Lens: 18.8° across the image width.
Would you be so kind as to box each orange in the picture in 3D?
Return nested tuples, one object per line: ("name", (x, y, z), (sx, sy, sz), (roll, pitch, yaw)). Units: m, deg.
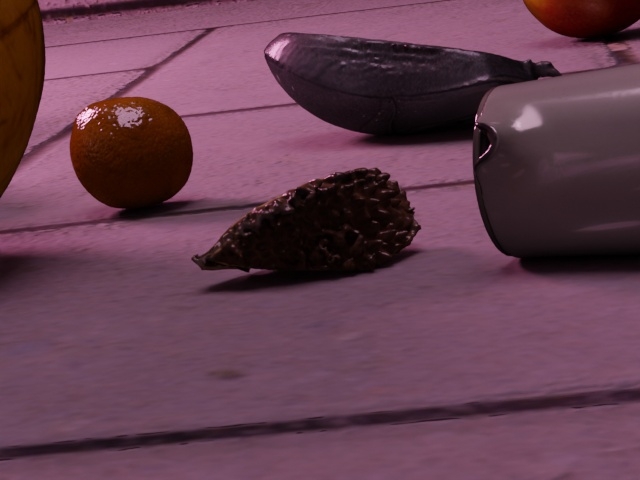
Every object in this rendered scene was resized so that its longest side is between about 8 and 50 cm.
("orange", (-0.123, -0.058, 1.260), (0.085, 0.085, 0.085), (-7, 11, 1))

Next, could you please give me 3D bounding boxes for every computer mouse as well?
("computer mouse", (0.065, -0.110, 1.437), (0.229, 0.068, 0.113), (8, 3, 20))

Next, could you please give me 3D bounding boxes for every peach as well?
("peach", (0.270, -0.258, 1.941), (0.151, 0.118, 0.151), (-19, 32, 12))

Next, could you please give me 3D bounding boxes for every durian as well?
("durian", (-0.003, -0.010, 0.996), (0.130, 0.052, 0.066), (-14, 10, -28))

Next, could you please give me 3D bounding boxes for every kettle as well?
("kettle", (0.160, -0.042, 0.945), (0.148, 0.098, 0.127), (-5, 16, 26))

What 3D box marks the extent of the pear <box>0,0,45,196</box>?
("pear", (-0.287, -0.100, 1.098), (0.280, 0.281, 0.281), (-7, 11, 1))
